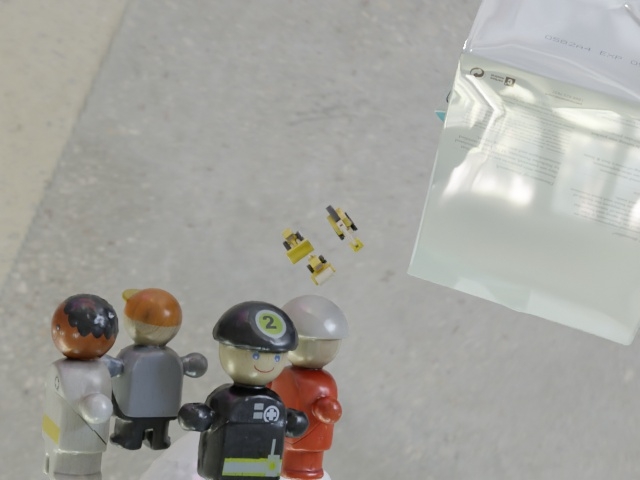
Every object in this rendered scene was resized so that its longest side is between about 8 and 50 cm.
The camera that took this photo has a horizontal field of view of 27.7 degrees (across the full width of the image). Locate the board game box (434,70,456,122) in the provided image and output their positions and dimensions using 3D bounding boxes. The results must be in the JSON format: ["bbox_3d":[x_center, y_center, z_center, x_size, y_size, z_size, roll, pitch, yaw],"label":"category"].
[{"bbox_3d":[0.311,-0.247,1.442,0.254,0.079,0.336,10,64,45],"label":"board game box"}]

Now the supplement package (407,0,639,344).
[{"bbox_3d":[0.207,-0.091,1.042,0.199,0.262,0.198,18,52,7],"label":"supplement package"}]

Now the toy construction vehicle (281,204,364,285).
[{"bbox_3d":[0.000,0.000,1.486,0.086,0.035,0.098,-35,41,4],"label":"toy construction vehicle"}]

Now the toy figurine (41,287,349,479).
[{"bbox_3d":[-0.094,0.105,0.972,0.210,0.213,0.148,8,94,18],"label":"toy figurine"}]

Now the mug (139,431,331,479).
[{"bbox_3d":[-0.102,0.403,1.423,0.276,0.374,0.328,10,67,25],"label":"mug"}]
